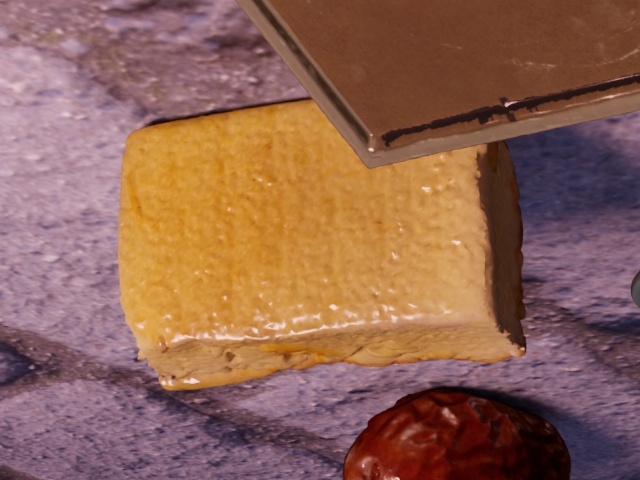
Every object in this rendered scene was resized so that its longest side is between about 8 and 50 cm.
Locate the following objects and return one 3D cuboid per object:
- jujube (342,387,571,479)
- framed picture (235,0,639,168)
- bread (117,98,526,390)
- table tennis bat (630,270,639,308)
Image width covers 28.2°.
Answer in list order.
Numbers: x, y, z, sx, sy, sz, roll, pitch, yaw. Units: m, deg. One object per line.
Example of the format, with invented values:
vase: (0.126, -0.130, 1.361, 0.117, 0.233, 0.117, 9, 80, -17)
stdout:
jujube: (0.157, 0.263, 1.441, 0.290, 0.197, 0.197, 3, 160, -38)
framed picture: (0.076, -0.147, 0.554, 0.335, 0.022, 0.247, -10, 129, 45)
bread: (0.000, 0.000, 0.892, 0.274, 0.185, 0.114, -8, 159, 19)
table tennis bat: (0.399, 0.057, 1.146, 0.244, 0.040, 0.153, 13, 154, -12)
